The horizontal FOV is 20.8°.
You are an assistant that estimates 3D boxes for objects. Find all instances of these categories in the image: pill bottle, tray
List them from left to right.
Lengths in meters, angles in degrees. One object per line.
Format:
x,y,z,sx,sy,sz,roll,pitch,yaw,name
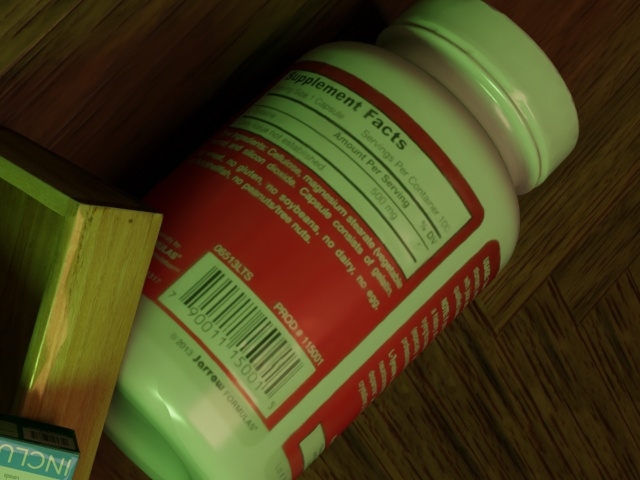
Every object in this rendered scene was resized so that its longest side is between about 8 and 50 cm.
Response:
-0.239,0.142,1.179,0.076,0.203,0.411,9,103,-42,tray
0.000,0.000,1.313,0.408,0.229,0.229,-43,132,-19,pill bottle

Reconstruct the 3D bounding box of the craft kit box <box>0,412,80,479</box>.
-0.298,0.203,1.042,0.250,0.061,0.246,17,97,-16,craft kit box
